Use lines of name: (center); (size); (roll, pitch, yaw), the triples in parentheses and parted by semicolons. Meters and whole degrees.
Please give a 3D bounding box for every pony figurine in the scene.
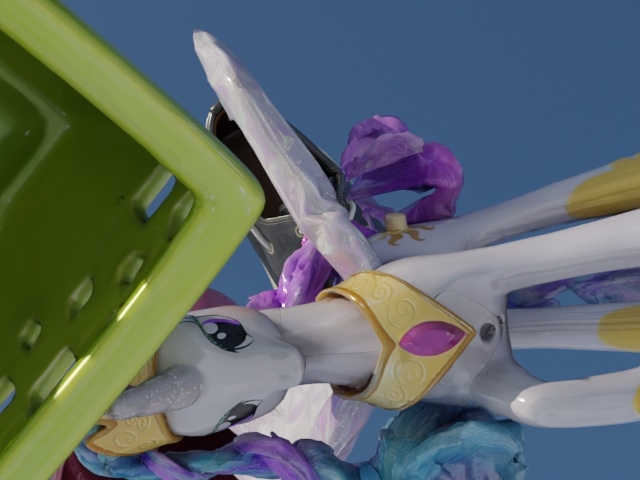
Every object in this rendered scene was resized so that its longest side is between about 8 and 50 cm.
pony figurine: (0.040, 0.027, 0.826); (0.363, 0.351, 0.303); (-9, -81, -4)

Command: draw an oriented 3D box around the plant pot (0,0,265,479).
plant pot: (-0.181, -0.023, 0.610); (0.228, 0.207, 0.227); (39, -84, -16)

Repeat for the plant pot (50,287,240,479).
plant pot: (-0.116, 0.140, 1.277); (0.201, 0.180, 0.201); (-3, -51, -4)

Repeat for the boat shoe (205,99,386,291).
boat shoe: (0.000, 0.000, 1.008); (0.084, 0.233, 0.079); (-33, -24, -13)
